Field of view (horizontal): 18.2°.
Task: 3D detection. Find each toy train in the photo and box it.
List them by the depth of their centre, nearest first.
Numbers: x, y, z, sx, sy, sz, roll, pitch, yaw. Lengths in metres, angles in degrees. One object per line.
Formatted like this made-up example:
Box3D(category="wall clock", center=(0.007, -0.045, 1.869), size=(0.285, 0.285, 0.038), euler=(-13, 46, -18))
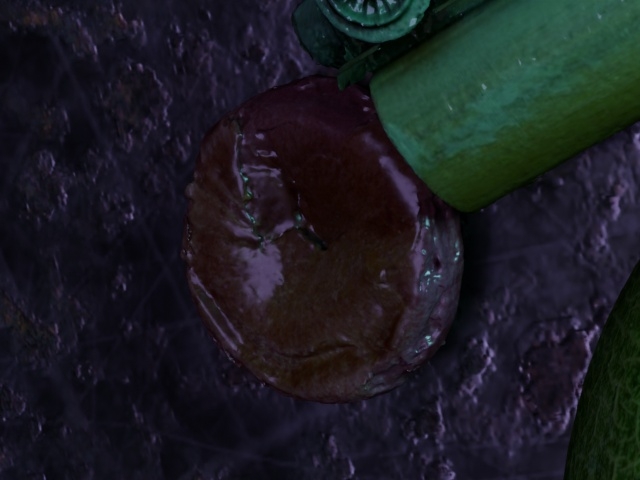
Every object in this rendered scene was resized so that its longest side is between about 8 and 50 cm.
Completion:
Box3D(category="toy train", center=(0.122, -0.132, 0.948), size=(0.307, 0.126, 0.189), euler=(-30, 84, 31))

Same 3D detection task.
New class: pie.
Box3D(category="pie", center=(0.000, 0.000, 1.092), size=(0.182, 0.049, 0.182), euler=(7, 102, 35))

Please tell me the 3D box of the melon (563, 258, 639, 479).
Box3D(category="melon", center=(0.181, 0.099, 0.965), size=(0.124, 0.196, 0.323), euler=(3, 94, -5))
